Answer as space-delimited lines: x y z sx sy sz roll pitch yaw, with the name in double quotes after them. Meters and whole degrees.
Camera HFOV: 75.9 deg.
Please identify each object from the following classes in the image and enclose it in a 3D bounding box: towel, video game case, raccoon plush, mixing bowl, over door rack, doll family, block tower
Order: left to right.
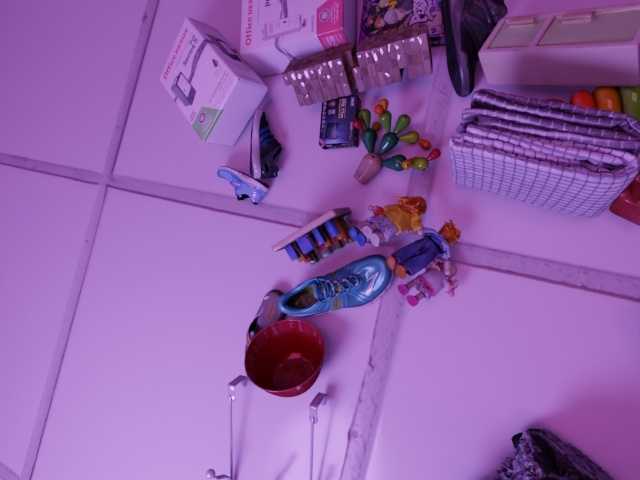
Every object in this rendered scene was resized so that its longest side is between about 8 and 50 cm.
-0.127 0.492 0.920 0.240 0.108 0.324 5 87 23 "over door rack"
-0.069 0.278 0.919 0.181 0.098 0.181 -9 40 7 "mixing bowl"
0.085 -0.404 0.958 0.335 0.097 0.091 -5 42 21 "block tower"
0.204 -0.570 0.976 0.210 0.042 0.232 5 84 23 "video game case"
0.195 -0.004 0.839 0.163 0.118 0.263 -30 68 -23 "doll family"
0.383 -0.150 0.735 0.284 0.235 0.121 20 87 23 "towel"
0.401 0.535 0.654 0.446 0.216 0.299 34 104 23 "raccoon plush"

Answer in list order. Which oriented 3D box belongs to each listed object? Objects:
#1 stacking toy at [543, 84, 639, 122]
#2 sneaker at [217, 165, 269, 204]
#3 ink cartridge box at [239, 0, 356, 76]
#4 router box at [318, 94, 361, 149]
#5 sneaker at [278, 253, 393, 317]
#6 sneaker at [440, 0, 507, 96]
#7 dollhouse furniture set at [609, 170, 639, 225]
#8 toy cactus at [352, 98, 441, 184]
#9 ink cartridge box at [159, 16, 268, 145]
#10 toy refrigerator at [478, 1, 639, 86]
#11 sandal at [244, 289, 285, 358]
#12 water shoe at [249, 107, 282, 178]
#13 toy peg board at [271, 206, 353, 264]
0.550 -0.240 0.743 0.330 0.141 0.141 -10 78 28 "stacking toy"
-0.216 -0.144 1.082 0.162 0.063 0.073 28 97 24 "sneaker"
-0.057 -0.561 1.045 0.283 0.117 0.207 -3 81 22 "ink cartridge box"
0.048 -0.287 1.003 0.092 0.038 0.122 1 83 23 "router box"
0.032 0.112 0.913 0.275 0.110 0.107 -25 73 17 "sneaker"
0.334 -0.428 0.873 0.130 0.087 0.227 -6 94 2 "sneaker"
0.620 0.037 0.677 0.201 0.152 0.374 -18 58 20 "dollhouse furniture set"
0.142 -0.205 0.927 0.219 0.112 0.180 43 109 14 "toy cactus"
-0.295 -0.422 1.102 0.273 0.115 0.198 52 121 21 "ink cartridge box"
0.445 -0.356 0.754 0.269 0.094 0.102 24 76 46 "toy refrigerator"
-0.139 0.226 0.993 0.090 0.060 0.219 22 96 25 "sandal"
-0.142 -0.249 1.073 0.080 0.073 0.203 4 71 -14 "water shoe"
0.000 0.000 0.925 0.161 0.160 0.079 -31 87 16 "toy peg board"
